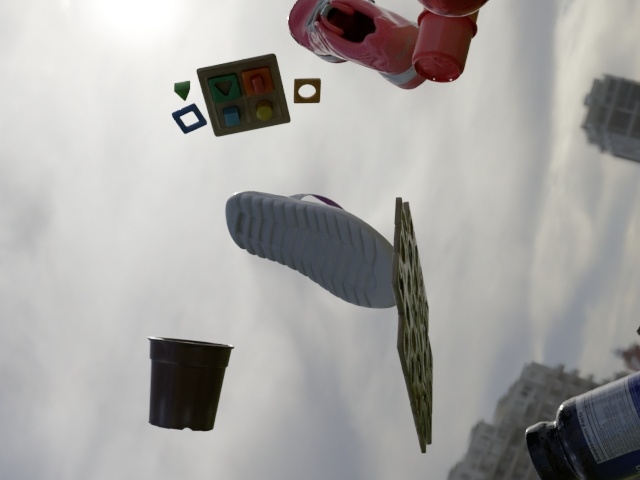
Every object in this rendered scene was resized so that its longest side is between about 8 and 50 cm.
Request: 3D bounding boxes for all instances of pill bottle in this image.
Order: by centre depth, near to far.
[{"bbox_3d":[0.386,0.248,1.327,0.123,0.219,0.123,47,-153,-33],"label":"pill bottle"}]

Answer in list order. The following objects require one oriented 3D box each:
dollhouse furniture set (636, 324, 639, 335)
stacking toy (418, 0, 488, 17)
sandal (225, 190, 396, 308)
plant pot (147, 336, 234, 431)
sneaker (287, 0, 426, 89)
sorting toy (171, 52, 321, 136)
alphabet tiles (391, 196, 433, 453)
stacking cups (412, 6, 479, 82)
[{"bbox_3d":[0.533,0.170,1.509,0.076,0.058,0.151,76,173,-59],"label":"dollhouse furniture set"},{"bbox_3d":[0.146,-0.299,0.857,0.141,0.141,0.330,-62,-1,-26],"label":"stacking toy"},{"bbox_3d":[0.000,-0.013,1.807,0.102,0.416,0.169,-32,-46,-40],"label":"sandal"},{"bbox_3d":[-0.257,0.273,1.942,0.167,0.167,0.165,19,-103,-70],"label":"plant pot"},{"bbox_3d":[0.037,-0.323,1.491,0.136,0.314,0.116,23,-85,-44],"label":"sneaker"},{"bbox_3d":[-0.168,-0.316,2.279,0.047,0.348,0.196,-99,-3,-48],"label":"sorting toy"},{"bbox_3d":[0.134,0.120,1.452,0.285,0.011,0.342,-82,-17,-47],"label":"alphabet tiles"},{"bbox_3d":[0.174,-0.342,1.268,0.096,0.096,0.316,57,-134,-65],"label":"stacking cups"}]
